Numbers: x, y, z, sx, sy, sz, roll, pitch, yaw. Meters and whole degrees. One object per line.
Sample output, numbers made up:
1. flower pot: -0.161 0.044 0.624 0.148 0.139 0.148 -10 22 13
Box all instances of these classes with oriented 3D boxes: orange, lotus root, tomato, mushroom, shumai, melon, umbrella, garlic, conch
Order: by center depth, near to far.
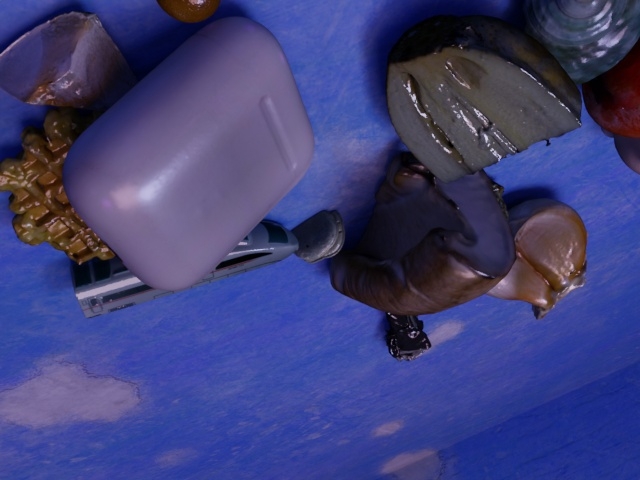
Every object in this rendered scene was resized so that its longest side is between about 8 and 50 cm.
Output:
1. orange: -0.162 -0.307 0.772 0.085 0.085 0.085 -17 144 -13
2. melon: -0.298 -0.216 0.790 0.202 0.093 0.139 1 129 -40
3. conch: 0.400 -0.352 0.988 0.220 0.195 0.277 -26 178 12
4. lotus root: 0.225 -0.248 1.007 0.260 0.149 0.267 35 143 -26
5. tomato: 0.573 -0.288 1.136 0.184 0.208 0.208 12 131 -35
6. mushroom: 0.183 0.047 1.267 0.224 0.314 0.397 5 140 -31
7. shumai: 0.350 -0.086 1.373 0.123 0.087 0.099 13 173 18
8. garlic: 0.470 0.039 1.494 0.313 0.249 0.286 27 138 -26
9. umbrella: 0.217 0.221 1.658 0.113 0.106 0.358 -20 145 -2

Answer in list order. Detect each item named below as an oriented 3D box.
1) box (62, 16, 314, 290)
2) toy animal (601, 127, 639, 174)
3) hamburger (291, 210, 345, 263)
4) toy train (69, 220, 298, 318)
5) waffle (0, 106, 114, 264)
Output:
1. box: -0.162 -0.111 0.875 0.349 0.141 0.289 -48 145 -17
2. toy animal: 0.717 -0.250 1.291 0.246 0.345 0.278 9 120 8
3. hamburger: -0.002 -0.001 1.254 0.121 0.084 0.054 -36 142 12
4. toy train: -0.235 0.029 1.152 0.406 0.086 0.088 -16 138 -14
5. waffle: -0.321 -0.078 0.973 0.324 0.068 0.302 4 135 -32
